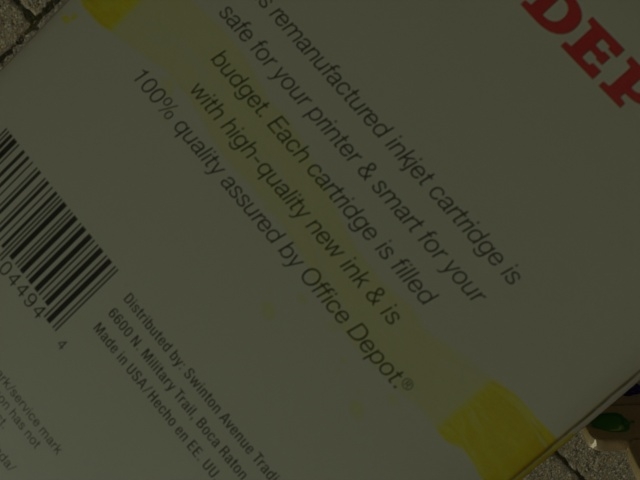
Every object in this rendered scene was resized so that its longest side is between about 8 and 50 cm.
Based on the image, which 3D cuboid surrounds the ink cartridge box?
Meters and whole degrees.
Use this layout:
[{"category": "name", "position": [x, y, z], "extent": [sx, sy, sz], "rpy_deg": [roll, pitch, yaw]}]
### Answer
[{"category": "ink cartridge box", "position": [0.000, 0.000, 0.545], "extent": [0.279, 0.384, 0.160], "rpy_deg": [50, -168, 12]}]

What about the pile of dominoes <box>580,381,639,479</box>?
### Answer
[{"category": "pile of dominoes", "position": [0.204, 0.054, 0.624], "extent": [0.251, 0.196, 0.040], "rpy_deg": [39, 136, 53]}]
